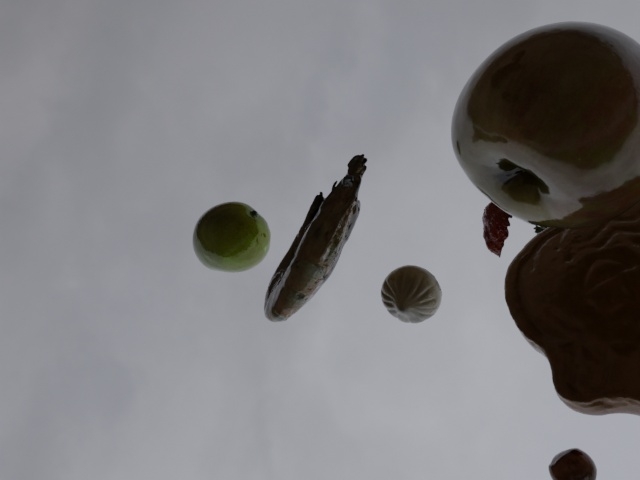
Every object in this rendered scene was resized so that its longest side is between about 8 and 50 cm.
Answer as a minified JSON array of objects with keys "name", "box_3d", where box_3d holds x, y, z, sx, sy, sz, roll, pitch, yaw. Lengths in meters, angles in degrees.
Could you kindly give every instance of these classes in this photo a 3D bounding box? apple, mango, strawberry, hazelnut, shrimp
[{"name":"apple","box_3d":[0.303,-0.146,0.688,0.234,0.256,0.257,-45,-135,-12]},{"name":"mango","box_3d":[-0.249,-0.007,1.467,0.273,0.185,0.149,-5,-157,43]},{"name":"strawberry","box_3d":[0.511,-0.040,1.612,0.082,0.146,0.187,6,-108,14]},{"name":"hazelnut","box_3d":[0.498,0.452,1.088,0.086,0.086,0.086,-18,-129,24]},{"name":"shrimp","box_3d":[-0.005,0.001,0.773,0.254,0.059,0.145,-64,-165,-5]}]

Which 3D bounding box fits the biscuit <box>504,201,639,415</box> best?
[{"name":"biscuit","box_3d":[0.445,0.058,0.717,0.385,0.062,0.365,-23,-142,18]}]

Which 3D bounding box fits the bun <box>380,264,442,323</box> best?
[{"name":"bun","box_3d":[0.192,0.128,1.218,0.138,0.138,0.094,-4,-159,33]}]

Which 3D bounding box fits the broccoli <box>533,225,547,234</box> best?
[{"name":"broccoli","box_3d":[0.609,-0.006,1.410,0.154,0.167,0.160,46,-74,17]}]
